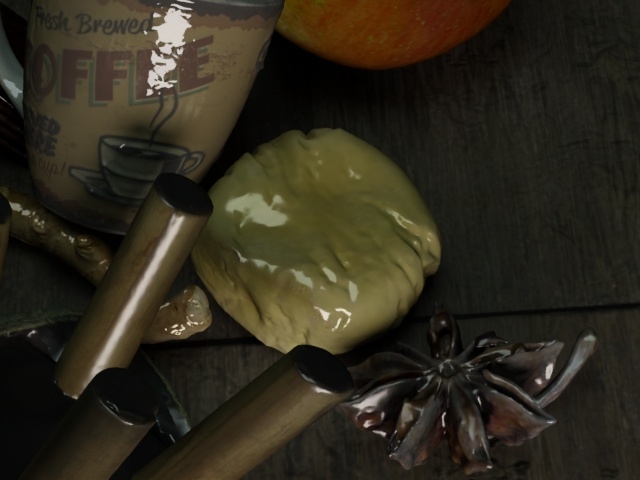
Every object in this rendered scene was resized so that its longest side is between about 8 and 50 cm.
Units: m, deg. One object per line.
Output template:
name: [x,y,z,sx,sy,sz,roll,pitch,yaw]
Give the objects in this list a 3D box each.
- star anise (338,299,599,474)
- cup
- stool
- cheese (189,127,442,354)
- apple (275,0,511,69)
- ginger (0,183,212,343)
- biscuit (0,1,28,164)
star anise: [0.128,0.132,1.705,0.231,0.089,0.209,0,40,4]
cup: [-0.208,-0.160,1.821,0.301,0.257,0.227,26,19,19]
stool: [-0.183,0.109,1.581,0.310,0.226,0.310,-3,43,-48]
cheese: [0.000,0.000,1.814,0.226,0.117,0.214,34,57,22]
apple: [0.067,-0.342,1.934,0.339,0.339,0.340,-2,50,2]
ginger: [-0.219,0.016,1.828,0.288,0.089,0.075,33,75,31]
biscuit: [-0.340,-0.180,1.914,0.070,0.252,0.106,-30,35,41]
